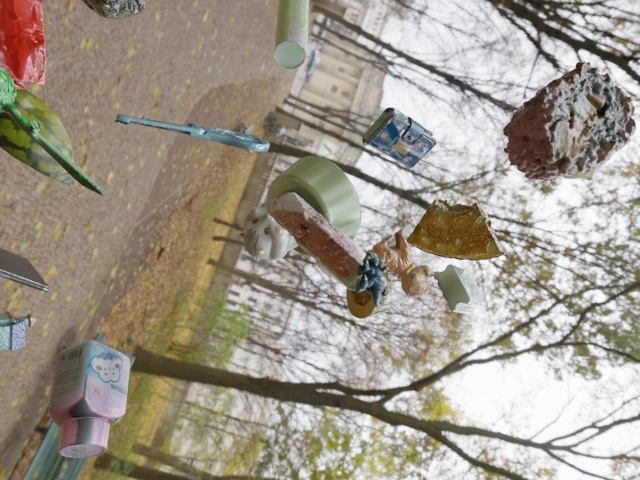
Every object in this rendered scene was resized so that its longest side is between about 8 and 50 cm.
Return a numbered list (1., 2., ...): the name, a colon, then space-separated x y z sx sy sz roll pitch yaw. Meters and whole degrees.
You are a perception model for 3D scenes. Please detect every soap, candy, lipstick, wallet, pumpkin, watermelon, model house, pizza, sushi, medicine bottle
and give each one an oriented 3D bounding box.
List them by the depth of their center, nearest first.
1. candy: -0.512 -0.193 0.905 0.097 0.323 0.097 -43 -170 10
2. medicine bottle: -0.429 0.297 0.940 0.119 0.094 0.188 52 22 -50
3. watermelon: 0.000 0.000 0.968 0.094 0.241 0.154 -45 -155 2
4. sushi: 0.546 -0.239 1.126 0.270 0.237 0.171 -35 -178 -18
5. lipstick: -0.063 -0.508 1.156 0.076 0.076 0.304 120 -24 -48
6. watermelon: -0.732 -0.259 1.210 0.159 0.303 0.128 -49 -178 42
7. model house: -0.873 0.253 1.403 0.148 0.148 0.120 13 -75 51
8. soap: 0.391 0.138 1.411 0.066 0.198 0.119 -31 -113 22
9. wallet: 0.240 -0.305 1.516 0.141 0.202 0.059 -46 -141 31
10. pizza: 0.438 -0.042 1.639 0.089 0.323 0.223 -53 144 -51
11. pumpkin: 0.175 0.154 1.649 0.217 0.110 0.218 -167 -90 -71

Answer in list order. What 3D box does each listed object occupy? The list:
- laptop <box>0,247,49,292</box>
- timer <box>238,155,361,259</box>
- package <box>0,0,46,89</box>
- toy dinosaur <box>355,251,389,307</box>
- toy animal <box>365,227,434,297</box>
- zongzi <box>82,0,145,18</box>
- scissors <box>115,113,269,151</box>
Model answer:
1. laptop: -0.621 0.039 0.971 0.016 0.129 0.180 -52 146 -5
2. timer: -0.087 -0.055 1.420 0.315 0.291 0.291 -32 161 -40
3. package: -0.761 -0.394 1.057 0.123 0.423 0.196 -7 96 -67
4. toy dinosaur: 0.079 0.056 0.742 0.030 0.047 0.083 135 -33 -57
5. toy animal: 0.195 0.089 1.345 0.183 0.185 0.104 -30 175 -25
6. zongzi: -0.563 -0.802 1.214 0.207 0.403 0.432 -22 145 -30
7. scissors: -0.302 -0.271 1.252 0.180 0.392 0.032 33 -66 54
